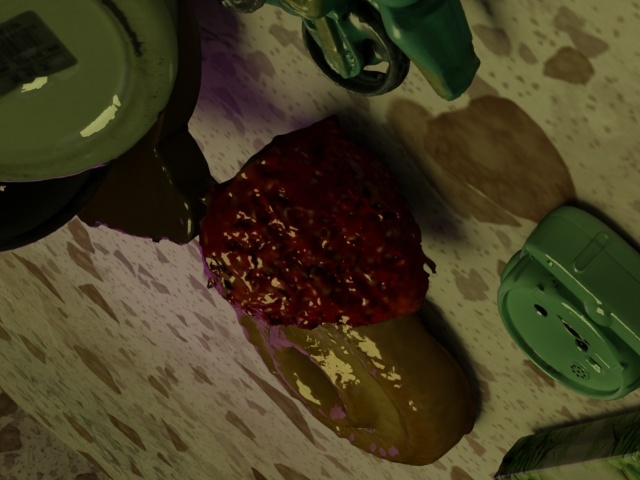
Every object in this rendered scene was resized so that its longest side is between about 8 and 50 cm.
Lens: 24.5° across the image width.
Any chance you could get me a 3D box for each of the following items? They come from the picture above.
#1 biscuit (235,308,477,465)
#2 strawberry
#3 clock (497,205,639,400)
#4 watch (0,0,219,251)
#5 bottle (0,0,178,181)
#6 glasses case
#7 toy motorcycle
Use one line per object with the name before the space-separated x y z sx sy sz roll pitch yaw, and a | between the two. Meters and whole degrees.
biscuit | 0.023 0.114 1.478 0.296 0.102 0.296 38 159 17
strawberry | 0.000 0.000 1.227 0.201 0.184 0.187 32 160 6
clock | 0.201 0.061 1.124 0.148 0.060 0.188 42 158 7
watch | -0.277 -0.118 1.208 0.314 0.327 0.335 13 121 49
bottle | -0.206 -0.223 0.960 0.229 0.229 0.351 71 -172 -47
glasses case | 0.253 0.202 1.278 0.095 0.062 0.272 41 159 -6
toy motorcycle | 0.012 -0.217 0.935 0.198 0.109 0.296 7 136 42
